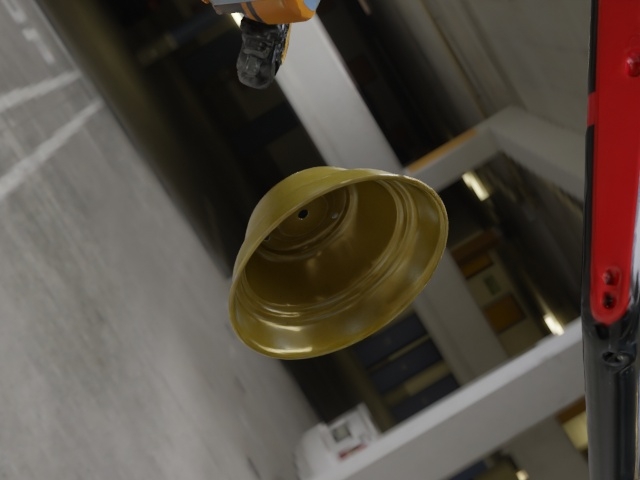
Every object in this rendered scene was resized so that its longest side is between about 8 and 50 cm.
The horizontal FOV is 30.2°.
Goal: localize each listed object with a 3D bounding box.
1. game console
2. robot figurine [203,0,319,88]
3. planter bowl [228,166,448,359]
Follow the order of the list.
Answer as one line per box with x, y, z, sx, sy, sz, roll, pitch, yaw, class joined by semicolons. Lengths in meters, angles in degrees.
0.226;0.024;0.864;0.387;0.060;0.342;72;23;-50;game console
-0.035;-0.184;0.569;0.291;0.085;0.211;-27;110;-83;robot figurine
0.000;0.000;1.074;0.090;0.217;0.217;56;0;38;planter bowl
